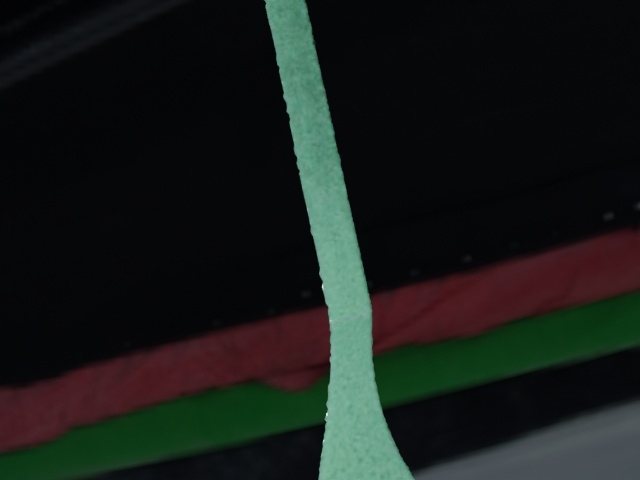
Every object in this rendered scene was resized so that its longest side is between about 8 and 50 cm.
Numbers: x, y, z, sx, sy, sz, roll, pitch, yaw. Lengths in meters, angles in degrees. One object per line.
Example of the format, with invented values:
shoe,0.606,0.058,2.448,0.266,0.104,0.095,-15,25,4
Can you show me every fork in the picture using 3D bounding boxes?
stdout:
fork,-0.001,0.000,0.340,0.039,0.235,0.021,-20,-19,19
